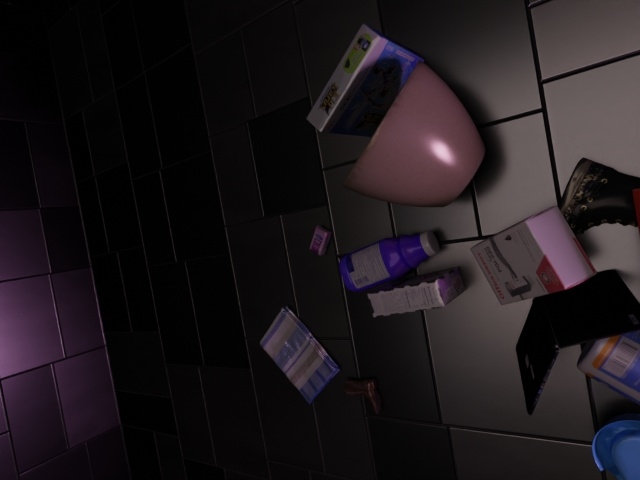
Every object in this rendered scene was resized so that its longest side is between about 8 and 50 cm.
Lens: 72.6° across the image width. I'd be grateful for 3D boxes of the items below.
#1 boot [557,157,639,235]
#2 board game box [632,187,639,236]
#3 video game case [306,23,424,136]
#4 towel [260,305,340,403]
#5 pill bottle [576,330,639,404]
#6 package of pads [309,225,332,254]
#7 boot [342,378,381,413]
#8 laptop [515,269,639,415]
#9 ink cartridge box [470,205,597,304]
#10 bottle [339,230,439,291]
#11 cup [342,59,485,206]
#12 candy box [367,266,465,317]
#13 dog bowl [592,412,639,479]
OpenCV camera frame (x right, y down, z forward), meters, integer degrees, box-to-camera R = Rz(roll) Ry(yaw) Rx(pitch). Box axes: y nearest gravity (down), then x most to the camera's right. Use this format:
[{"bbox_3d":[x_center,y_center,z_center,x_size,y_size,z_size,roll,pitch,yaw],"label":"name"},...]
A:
[{"bbox_3d":[0.592,-0.039,0.912,0.179,0.085,0.236,22,110,28],"label":"boot"},{"bbox_3d":[0.714,0.041,0.766,0.243,0.064,0.315,-9,90,3],"label":"board game box"},{"bbox_3d":[0.118,-0.376,1.079,0.061,0.270,0.244,47,121,18],"label":"video game case"},{"bbox_3d":[-0.080,0.388,1.477,0.285,0.034,0.209,46,120,21],"label":"towel"},{"bbox_3d":[0.677,0.265,0.854,0.272,0.152,0.152,31,113,27],"label":"pill bottle"},{"bbox_3d":[0.000,0.000,1.364,0.050,0.032,0.083,31,113,31],"label":"package of pads"},{"bbox_3d":[0.125,0.479,1.342,0.114,0.037,0.106,-15,75,32],"label":"boot"},{"bbox_3d":[0.526,0.206,0.911,0.137,0.234,0.264,13,114,13],"label":"laptop"},{"bbox_3d":[0.449,0.041,0.950,0.158,0.092,0.218,64,165,11],"label":"ink cartridge box"},{"bbox_3d":[0.187,0.053,1.203,0.283,0.092,0.118,-26,77,35],"label":"bottle"},{"bbox_3d":[0.236,-0.210,1.025,0.237,0.331,0.331,31,116,-1],"label":"cup"},{"bbox_3d":[0.249,0.133,1.126,0.197,0.165,0.070,-17,88,35],"label":"candy box"},{"bbox_3d":[0.707,0.507,0.916,0.166,0.074,0.297,-33,77,34],"label":"dog bowl"}]
